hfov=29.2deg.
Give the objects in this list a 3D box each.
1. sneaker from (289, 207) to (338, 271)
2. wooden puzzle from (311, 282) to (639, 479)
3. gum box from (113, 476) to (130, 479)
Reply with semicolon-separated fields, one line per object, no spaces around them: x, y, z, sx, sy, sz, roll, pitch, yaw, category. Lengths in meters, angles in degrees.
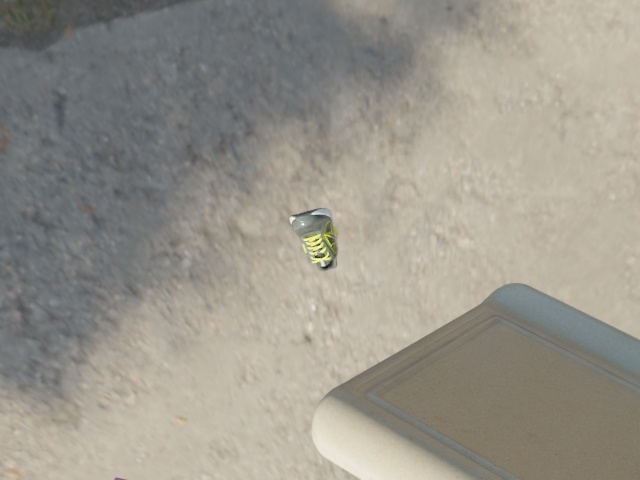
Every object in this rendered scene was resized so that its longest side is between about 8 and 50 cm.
0.000;0.000;0.943;0.031;0.083;0.035;-15;71;12;sneaker
0.142;0.117;0.703;0.221;0.044;0.239;27;30;25;wooden puzzle
-0.062;0.172;0.429;0.107;0.062;0.188;7;39;24;gum box
